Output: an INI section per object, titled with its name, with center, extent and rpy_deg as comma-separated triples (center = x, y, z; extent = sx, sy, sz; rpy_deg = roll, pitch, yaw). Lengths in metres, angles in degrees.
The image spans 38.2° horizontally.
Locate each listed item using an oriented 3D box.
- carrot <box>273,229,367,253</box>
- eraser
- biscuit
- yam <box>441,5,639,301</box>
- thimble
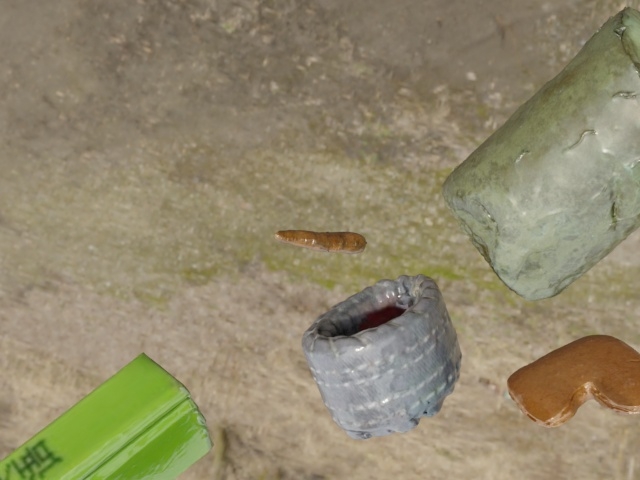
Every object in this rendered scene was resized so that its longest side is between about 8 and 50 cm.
[carrot]
center = 0.001, 0.001, 1.412
extent = 0.165, 0.035, 0.036
rpy_deg = 4, 168, -32
[eraser]
center = -0.268, 0.271, 1.097
extent = 0.092, 0.274, 0.210
rpy_deg = 43, 159, 25
[biscuit]
center = 0.384, 0.213, 1.356
extent = 0.192, 0.186, 0.036
rpy_deg = -27, 118, 0
[yam]
center = 0.279, -0.080, 0.997
extent = 0.195, 0.195, 0.300
rpy_deg = 25, 127, -25
[thimble]
center = 0.096, 0.168, 1.355
extent = 0.205, 0.236, 0.172
rpy_deg = -10, 110, 31
